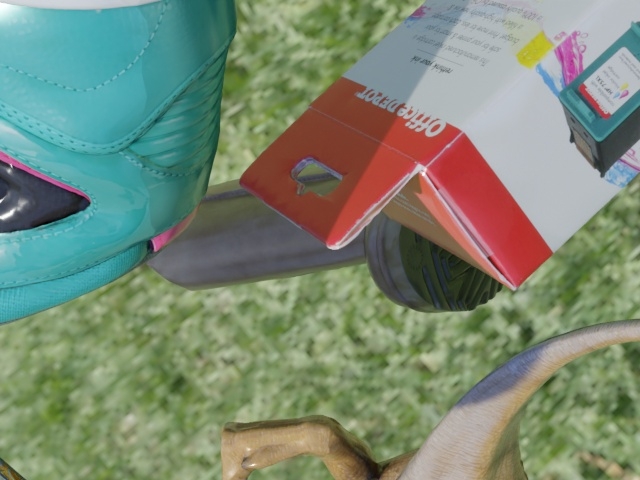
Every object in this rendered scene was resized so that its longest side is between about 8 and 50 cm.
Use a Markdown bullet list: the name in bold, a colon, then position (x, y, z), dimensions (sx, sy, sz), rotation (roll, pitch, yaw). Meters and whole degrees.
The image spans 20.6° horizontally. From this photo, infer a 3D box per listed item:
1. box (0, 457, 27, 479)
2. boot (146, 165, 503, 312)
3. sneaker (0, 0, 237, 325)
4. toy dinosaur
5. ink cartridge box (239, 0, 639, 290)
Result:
- **box**: position (-0.286, 0.212, 0.705), dimensions (0.177, 0.279, 0.290), rotation (43, 110, -9)
- **boot**: position (0.000, 0.000, 1.136), dimensions (0.270, 0.236, 0.089), rotation (-8, 99, 32)
- **sneaker**: position (-0.151, -0.057, 0.576), dimensions (0.296, 0.124, 0.178), rotation (17, 128, 28)
- **toy dinosaur**: position (0.030, 0.068, 0.452), dimensions (0.112, 0.064, 0.211), rotation (-1, 138, -3)
- **ink cartridge box**: position (0.086, -0.065, 0.791), dimensions (0.078, 0.231, 0.134), rotation (50, 173, -25)
